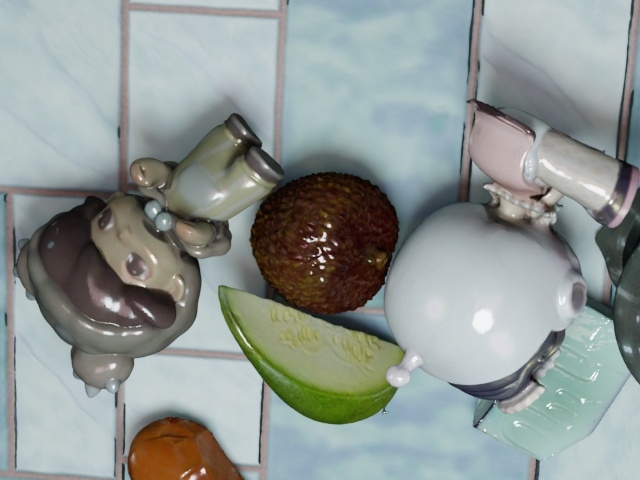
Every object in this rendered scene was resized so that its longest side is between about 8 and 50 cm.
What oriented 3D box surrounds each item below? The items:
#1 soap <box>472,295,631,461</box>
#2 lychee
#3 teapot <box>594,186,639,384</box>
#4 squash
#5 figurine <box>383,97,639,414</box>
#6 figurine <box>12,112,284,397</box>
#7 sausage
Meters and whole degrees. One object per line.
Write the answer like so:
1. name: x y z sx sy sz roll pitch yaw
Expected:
1. soap: 0.306 0.183 1.725 0.145 0.091 0.230 29 103 -3
2. lychee: 0.006 0.002 1.659 0.195 0.194 0.194 1 104 4
3. teapot: 0.478 0.049 1.549 0.300 0.344 0.253 5 105 3
4. squash: -0.001 0.146 1.638 0.203 0.288 0.111 -7 63 6
5. figurine: 0.203 0.011 1.615 0.211 0.253 0.361 9 108 -29
6. figurine: -0.211 0.001 1.654 0.380 0.203 0.248 -42 72 14
7. sausage: -0.160 0.353 1.784 0.133 0.133 0.258 -34 103 11
